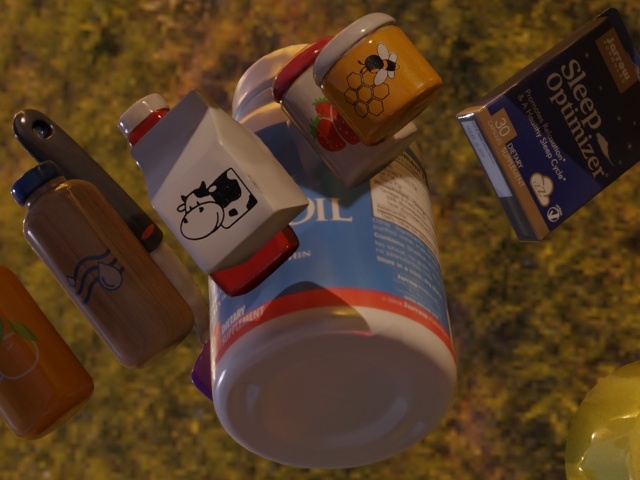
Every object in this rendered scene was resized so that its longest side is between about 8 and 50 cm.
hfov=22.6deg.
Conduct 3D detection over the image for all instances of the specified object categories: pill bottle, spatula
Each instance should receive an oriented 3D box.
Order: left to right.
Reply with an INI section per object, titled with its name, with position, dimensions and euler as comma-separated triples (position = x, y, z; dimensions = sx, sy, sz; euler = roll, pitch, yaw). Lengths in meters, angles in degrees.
[spatula]
position = -0.102, 0.022, 1.088
dimensions = 0.030, 0.296, 0.084
euler = -20, 26, 46
[pill bottle]
position = 0.000, 0.000, 0.861
dimensions = 0.221, 0.124, 0.124
euler = -96, 25, -43

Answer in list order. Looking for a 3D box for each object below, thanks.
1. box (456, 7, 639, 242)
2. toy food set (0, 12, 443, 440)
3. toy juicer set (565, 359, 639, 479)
[box]
position = 0.241, -0.115, 1.500
dimensions = 0.036, 0.225, 0.136
euler = -5, 118, 58
[toy food set]
position = -0.060, -0.030, 0.673
dimensions = 0.232, 0.111, 0.104
euler = -42, 82, 20
[toy juicer set]
position = 0.261, 0.095, 0.518
dimensions = 0.209, 0.329, 0.089
euler = -52, -3, -7
